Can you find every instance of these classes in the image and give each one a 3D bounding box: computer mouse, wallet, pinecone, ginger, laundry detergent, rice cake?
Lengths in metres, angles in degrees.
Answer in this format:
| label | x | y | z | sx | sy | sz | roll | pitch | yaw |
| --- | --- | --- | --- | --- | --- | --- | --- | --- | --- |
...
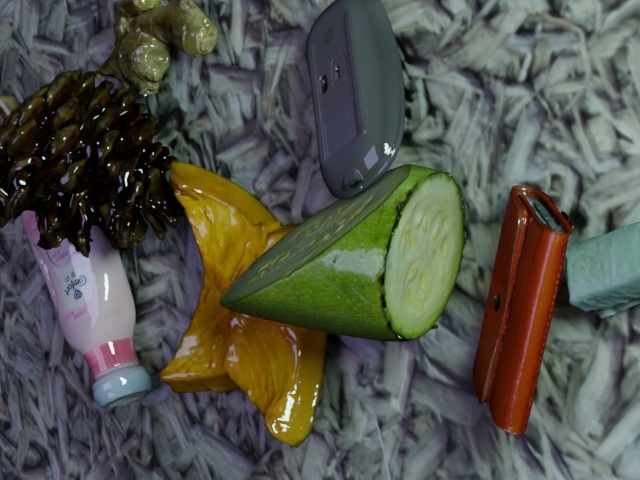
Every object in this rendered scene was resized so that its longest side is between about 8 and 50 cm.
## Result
| label | x | y | z | sx | sy | sz | roll | pitch | yaw |
| --- | --- | --- | --- | --- | --- | --- | --- | --- | --- |
| computer mouse | 0.037 | -0.154 | 1.445 | 0.120 | 0.057 | 0.232 | -37 | 51 | 43 |
| wallet | 0.187 | 0.062 | 1.297 | 0.142 | 0.045 | 0.204 | -102 | 21 | -70 |
| pinecone | -0.300 | -0.092 | 1.713 | 0.257 | 0.243 | 0.243 | 33 | 120 | 25 |
| ginger | -0.200 | -0.241 | 1.715 | 0.214 | 0.059 | 0.133 | 20 | 103 | 43 |
| laundry detergent | -0.318 | 0.062 | 1.870 | 0.159 | 0.088 | 0.335 | -35 | 71 | 47 |
| rice cake | 0.339 | -0.010 | 1.145 | 0.336 | 0.063 | 0.066 | -27 | 59 | 49 |

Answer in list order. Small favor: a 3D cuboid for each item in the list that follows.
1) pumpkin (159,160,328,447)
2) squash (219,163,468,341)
| label | x | y | z | sx | sy | sz | roll | pitch | yaw |
| --- | --- | --- | --- | --- | --- | --- | --- | --- | --- |
| pumpkin | -0.084 | 0.067 | 1.605 | 0.258 | 0.095 | 0.290 | 12 | 99 | 43 |
| squash | 0.000 | 0.000 | 1.402 | 0.260 | 0.189 | 0.189 | 13 | 106 | 32 |
